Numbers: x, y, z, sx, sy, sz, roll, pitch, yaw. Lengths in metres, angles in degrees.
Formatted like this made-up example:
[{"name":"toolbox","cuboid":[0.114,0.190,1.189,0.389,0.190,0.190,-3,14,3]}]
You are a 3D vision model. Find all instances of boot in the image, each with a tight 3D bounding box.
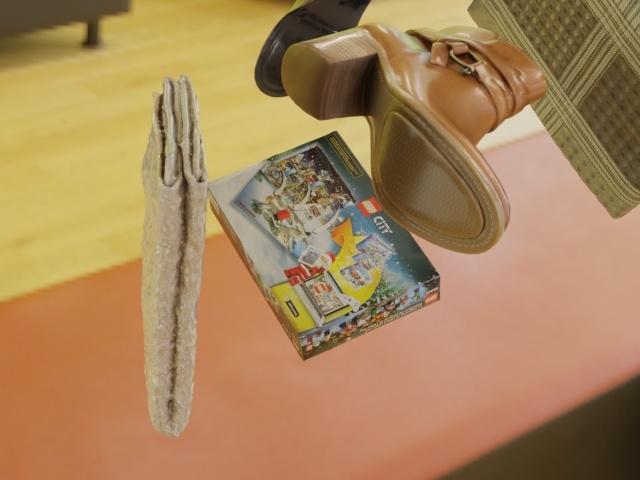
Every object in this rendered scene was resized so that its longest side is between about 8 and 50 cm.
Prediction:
[{"name":"boot","cuboid":[-0.015,-0.299,1.898,0.096,0.264,0.280,31,-3,-10]},{"name":"boot","cuboid":[0.125,-0.105,1.240,0.220,0.109,0.283,-14,40,-37]}]

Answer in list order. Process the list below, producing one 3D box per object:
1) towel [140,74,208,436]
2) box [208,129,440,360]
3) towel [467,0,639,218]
[{"name":"towel","cuboid":[-0.134,0.013,1.221,0.049,0.282,0.187,1,34,-9]},{"name":"box","cuboid":[0.000,0.000,1.446,0.159,0.044,0.233,-22,53,-14]},{"name":"towel","cuboid":[0.298,-0.214,1.483,0.056,0.312,0.324,-27,76,-20]}]
